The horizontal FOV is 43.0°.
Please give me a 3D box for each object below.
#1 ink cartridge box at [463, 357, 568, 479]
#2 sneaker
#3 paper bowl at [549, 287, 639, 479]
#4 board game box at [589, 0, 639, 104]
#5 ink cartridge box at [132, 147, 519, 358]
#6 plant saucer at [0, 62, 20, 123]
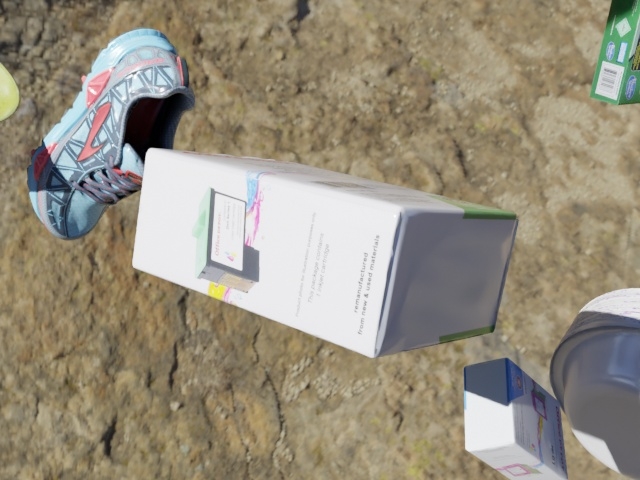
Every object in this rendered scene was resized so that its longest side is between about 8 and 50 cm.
[{"bbox_3d":[0.193,0.182,0.801,0.122,0.052,0.088,40,43,-40],"label":"ink cartridge box"},{"bbox_3d":[-0.222,-0.091,0.863,0.104,0.262,0.125,5,36,-49],"label":"sneaker"},{"bbox_3d":[0.449,0.216,1.098,0.284,0.284,0.148,40,53,9],"label":"paper bowl"},{"bbox_3d":[0.419,-0.314,0.896,0.214,0.317,0.046,-9,29,-29],"label":"board game box"},{"bbox_3d":[0.000,0.000,0.726,0.278,0.117,0.201,16,10,36],"label":"ink cartridge box"},{"bbox_3d":[-0.433,-0.172,0.829,0.241,0.037,0.241,27,26,-14],"label":"plant saucer"}]
